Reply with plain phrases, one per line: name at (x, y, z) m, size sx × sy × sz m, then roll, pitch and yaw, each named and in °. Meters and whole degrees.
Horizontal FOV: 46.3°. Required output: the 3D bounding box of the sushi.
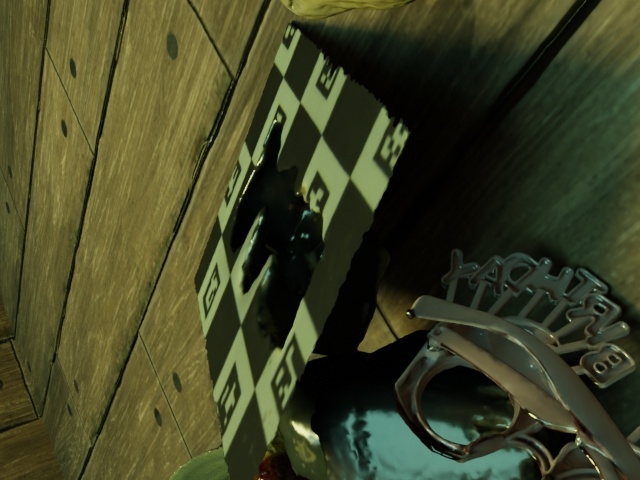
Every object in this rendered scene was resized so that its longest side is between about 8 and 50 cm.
sushi at (0.000, 0.000, 0.634) m, size 0.296 × 0.100 × 0.373 m, roll -67°, pitch 22°, yaw 17°

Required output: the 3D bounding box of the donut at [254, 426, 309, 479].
donut at (0.001, 0.206, 0.709) m, size 0.073 × 0.166 × 0.184 m, roll 96°, pitch 158°, yaw -51°

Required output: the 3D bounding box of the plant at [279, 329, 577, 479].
plant at (0.078, 0.154, 0.580) m, size 0.256 × 0.164 × 0.142 m, roll -2°, pitch 101°, yaw 46°

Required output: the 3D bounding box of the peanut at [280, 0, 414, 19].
peanut at (0.020, -0.220, 0.586) m, size 0.214 × 0.099 × 0.099 m, roll 18°, pitch 117°, yaw 47°

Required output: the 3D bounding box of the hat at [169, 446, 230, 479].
hat at (-0.050, 0.295, 0.864) m, size 0.110 × 0.252 × 0.252 m, roll -76°, pitch -8°, yaw -61°

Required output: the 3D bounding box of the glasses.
glasses at (0.148, 0.080, 0.432) m, size 0.255 × 0.162 × 0.095 m, roll 46°, pitch 151°, yaw 35°
